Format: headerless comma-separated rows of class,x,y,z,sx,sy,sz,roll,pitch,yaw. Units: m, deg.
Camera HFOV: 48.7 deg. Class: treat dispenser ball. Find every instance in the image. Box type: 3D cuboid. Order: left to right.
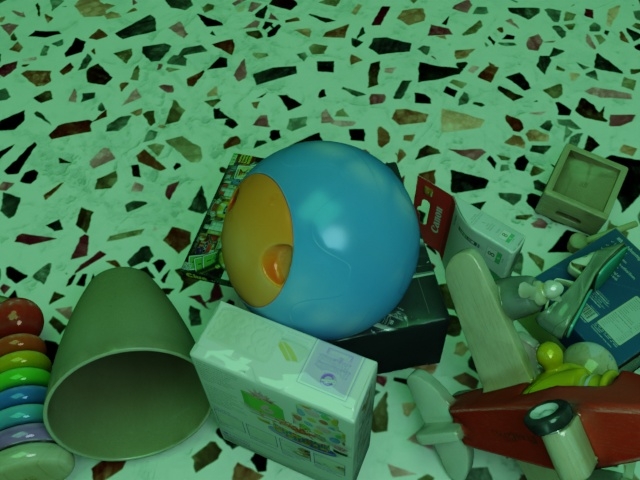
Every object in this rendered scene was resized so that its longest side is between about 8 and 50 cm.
treat dispenser ball,0.000,0.000,1.026,0.287,0.288,0.288,-1,56,2

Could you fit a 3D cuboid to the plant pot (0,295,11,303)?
plant pot,-0.644,0.195,1.295,0.236,0.032,0.236,-1,55,1

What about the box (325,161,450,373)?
box,0.027,0.063,1.264,0.312,0.179,0.343,-11,56,-5

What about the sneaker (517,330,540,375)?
sneaker,0.366,0.213,1.223,0.070,0.051,0.134,-27,55,-9

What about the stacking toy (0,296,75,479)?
stacking toy,-0.501,0.244,1.192,0.141,0.141,0.330,-15,56,-7

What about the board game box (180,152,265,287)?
board game box,-0.129,-0.037,1.218,0.136,0.030,0.260,12,58,10

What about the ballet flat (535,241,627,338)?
ballet flat,0.420,0.066,1.145,0.068,0.072,0.213,31,64,27

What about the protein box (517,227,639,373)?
protein box,0.490,0.125,1.226,0.201,0.136,0.200,-28,59,-16

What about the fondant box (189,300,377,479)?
fondant box,-0.045,0.246,1.053,0.238,0.330,0.096,19,59,14

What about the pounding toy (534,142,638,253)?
pounding toy,0.518,-0.054,1.379,0.181,0.094,0.206,25,70,13

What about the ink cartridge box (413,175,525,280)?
ink cartridge box,0.248,0.004,1.293,0.224,0.181,0.056,32,59,22

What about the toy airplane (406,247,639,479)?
toy airplane,0.318,0.242,1.042,0.272,0.386,0.384,-28,49,-27

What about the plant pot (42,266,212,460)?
plant pot,-0.327,0.178,1.187,0.256,0.257,0.274,-16,40,-8
